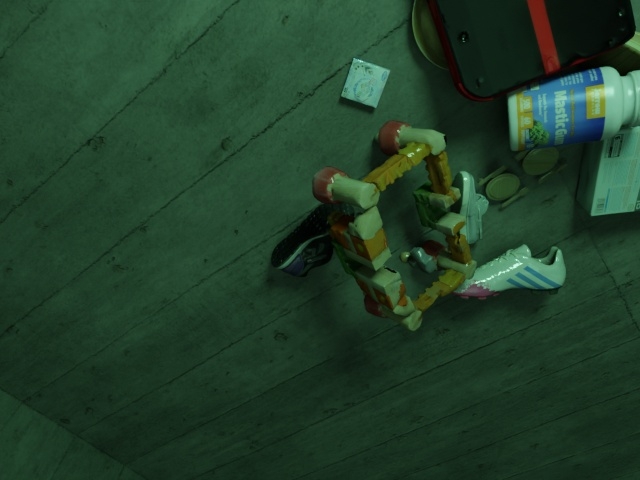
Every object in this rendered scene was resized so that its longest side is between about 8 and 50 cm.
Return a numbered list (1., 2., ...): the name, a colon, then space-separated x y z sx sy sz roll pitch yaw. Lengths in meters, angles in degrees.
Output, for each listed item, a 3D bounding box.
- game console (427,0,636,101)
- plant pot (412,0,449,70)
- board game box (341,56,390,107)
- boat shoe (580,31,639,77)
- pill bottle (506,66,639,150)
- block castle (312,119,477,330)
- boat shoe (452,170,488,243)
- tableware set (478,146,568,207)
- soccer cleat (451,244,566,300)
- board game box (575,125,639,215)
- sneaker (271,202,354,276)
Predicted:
1. game console: 0.388 -0.503 0.866 0.341 0.060 0.387 -21 109 15
2. plant pot: 0.313 -0.488 0.952 0.236 0.032 0.236 1 121 2
3. board game box: 0.104 -0.368 1.040 0.090 0.020 0.090 17 121 -8
4. boat shoe: 0.717 -0.384 0.964 0.341 0.121 0.110 26 79 -2
5. pill bottle: 0.552 -0.286 0.962 0.271 0.152 0.152 -4 123 24
6. block castle: 0.183 -0.029 1.099 0.303 0.212 0.453 -38 123 -20
7. boat shoe: 0.399 -0.087 1.178 0.081 0.079 0.228 -12 127 2
8. tableware set: 0.507 -0.178 1.135 0.128 0.039 0.194 33 124 -30
9. soccer cleat: 0.522 0.082 1.266 0.331 0.116 0.143 -5 106 3
10. board game box: 0.811 -0.194 1.080 0.303 0.098 0.224 -5 122 7
11. sneaker: 0.000 0.000 1.244 0.283 0.107 0.124 -37 131 24
